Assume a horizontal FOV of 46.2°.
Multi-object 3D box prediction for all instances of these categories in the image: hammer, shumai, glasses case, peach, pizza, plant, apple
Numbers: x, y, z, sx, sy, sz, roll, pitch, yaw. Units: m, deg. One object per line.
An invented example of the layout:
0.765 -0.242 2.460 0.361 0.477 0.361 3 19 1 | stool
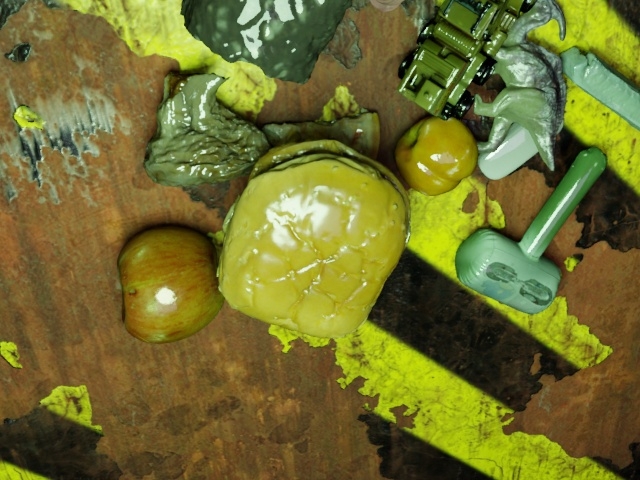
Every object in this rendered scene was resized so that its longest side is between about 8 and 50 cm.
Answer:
0.406 -0.029 1.380 0.206 0.119 0.336 24 108 -24 | hammer
-0.177 -0.175 1.165 0.205 0.166 0.176 -8 97 -19 | shumai
0.348 -0.171 1.309 0.164 0.041 0.063 -41 118 15 | glasses case
0.197 -0.144 1.248 0.138 0.138 0.138 -5 123 -8 | peach
-0.004 -0.156 1.217 0.195 0.185 0.052 17 162 4 | pizza
-0.043 -0.388 0.997 0.215 0.213 0.312 23 117 -20 | plant
-0.251 0.073 1.268 0.195 0.196 0.196 -5 123 -8 | apple

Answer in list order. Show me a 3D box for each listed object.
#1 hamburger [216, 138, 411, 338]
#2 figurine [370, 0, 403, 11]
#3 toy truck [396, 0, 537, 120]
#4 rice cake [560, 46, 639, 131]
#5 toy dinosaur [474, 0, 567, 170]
0.000 0.000 1.128 0.318 0.158 0.319 -4 120 -8 | hamburger
0.128 -0.394 1.085 0.157 0.114 0.126 6 136 -16 | figurine
0.215 -0.312 1.123 0.127 0.127 0.257 37 109 14 | toy truck
0.541 -0.230 1.294 0.336 0.066 0.063 29 113 -24 | rice cake
0.323 -0.254 1.222 0.162 0.077 0.294 -7 118 3 | toy dinosaur
